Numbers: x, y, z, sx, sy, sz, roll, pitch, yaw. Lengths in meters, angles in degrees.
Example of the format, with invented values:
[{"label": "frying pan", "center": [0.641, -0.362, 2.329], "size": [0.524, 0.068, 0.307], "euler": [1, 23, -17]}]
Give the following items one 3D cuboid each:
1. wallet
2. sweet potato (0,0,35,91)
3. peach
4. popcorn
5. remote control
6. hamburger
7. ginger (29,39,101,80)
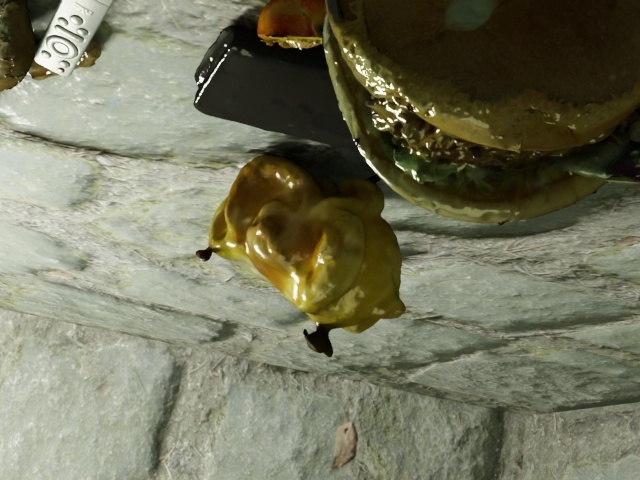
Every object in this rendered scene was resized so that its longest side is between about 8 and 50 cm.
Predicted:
[{"label": "wallet", "center": [0.036, -0.166, 1.294], "size": [0.378, 0.051, 0.197], "euler": [13, 160, -18]}, {"label": "sweet potato", "center": [-0.414, -0.224, 1.236], "size": [0.310, 0.098, 0.124], "euler": [-10, 149, 38]}, {"label": "peach", "center": [-0.018, -0.230, 1.090], "size": [0.098, 0.061, 0.098], "euler": [6, -174, -1]}, {"label": "popcorn", "center": [0.000, 0.000, 1.551], "size": [0.316, 0.281, 0.297], "euler": [43, 175, -10]}, {"label": "remote control", "center": [-0.278, -0.244, 1.181], "size": [0.050, 0.027, 0.184], "euler": [28, 148, -18]}, {"label": "hamburger", "center": [0.152, -0.162, 0.899], "size": [0.318, 0.276, 0.195], "euler": [11, 155, 5]}, {"label": "ginger", "center": [-0.321, -0.223, 1.284], "size": [0.137, 0.044, 0.057], "euler": [-2, 137, 26]}]
